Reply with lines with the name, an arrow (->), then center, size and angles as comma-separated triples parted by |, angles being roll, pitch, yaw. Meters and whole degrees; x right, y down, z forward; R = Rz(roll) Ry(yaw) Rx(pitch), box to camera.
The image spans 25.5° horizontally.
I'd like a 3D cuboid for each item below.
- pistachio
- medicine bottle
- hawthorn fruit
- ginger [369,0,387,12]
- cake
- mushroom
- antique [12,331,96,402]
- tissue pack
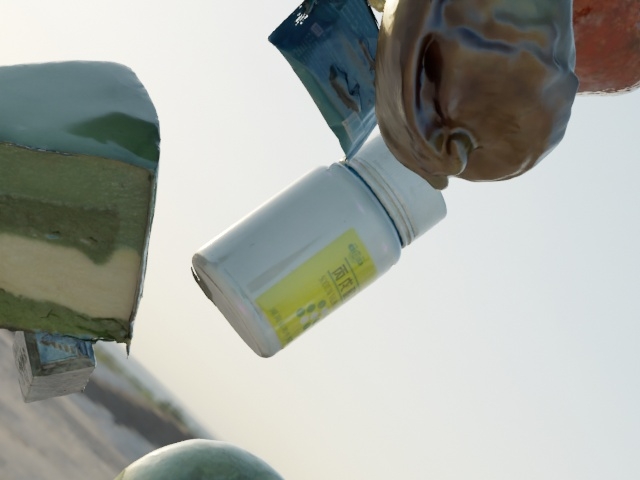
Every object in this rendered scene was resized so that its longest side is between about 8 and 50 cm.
pistachio -> 0.099, -0.128, 0.863 | 0.130, 0.210, 0.165 | 15, 26, 19
medicine bottle -> 0.000, 0.000, 1.526 | 0.143, 0.258, 0.143 | 50, -12, 15
hawthorn fruit -> 0.312, -0.298, 1.683 | 0.284, 0.284, 0.284 | 42, -9, 8
ginger -> 0.056, -0.358, 1.733 | 0.067, 0.096, 0.165 | -18, -79, 32
cake -> -0.252, -0.048, 0.986 | 0.283, 0.158, 0.172 | 10, 31, -6
mushroom -> -0.180, 0.464, 2.076 | 0.352, 0.352, 0.260 | 42, -30, 6
antique -> -0.357, 0.152, 1.893 | 0.183, 0.086, 0.088 | 130, -53, -66
tissue pack -> 0.022, -0.126, 1.009 | 0.028, 0.085, 0.138 | 28, -19, 44
